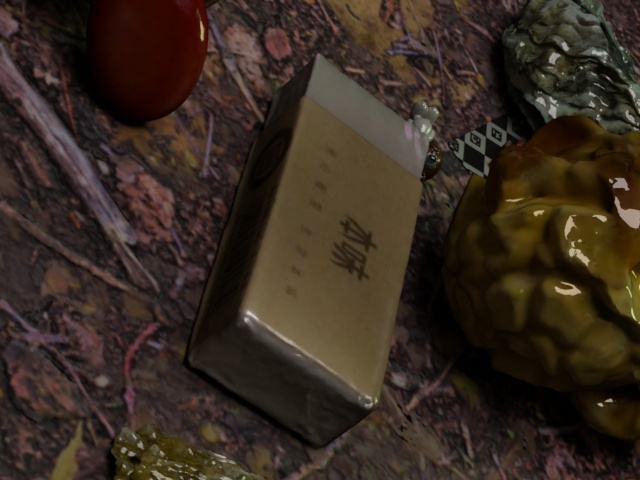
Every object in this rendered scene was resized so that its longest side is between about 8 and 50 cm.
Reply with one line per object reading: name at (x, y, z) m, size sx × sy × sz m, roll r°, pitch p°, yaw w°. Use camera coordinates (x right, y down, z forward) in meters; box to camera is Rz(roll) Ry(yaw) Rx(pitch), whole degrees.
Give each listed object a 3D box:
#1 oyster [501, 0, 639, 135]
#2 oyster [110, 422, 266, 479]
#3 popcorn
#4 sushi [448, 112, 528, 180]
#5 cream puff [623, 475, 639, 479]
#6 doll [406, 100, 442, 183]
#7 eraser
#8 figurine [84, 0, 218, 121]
oyster at (0.277, -0.168, 1.945) m, size 0.198 × 0.112 × 0.267 m, roll -13°, pitch 62°, yaw -52°
oyster at (-0.091, 0.187, 1.370) m, size 0.121 × 0.045 × 0.146 m, roll -37°, pitch 87°, yaw -37°
popcorn at (0.245, 0.035, 1.682) m, size 0.332 × 0.225 × 0.265 m, roll 57°, pitch 46°, yaw -25°
sushi at (0.198, -0.070, 1.857) m, size 0.126 × 0.026 × 0.120 m, roll 53°, pitch 39°, yaw 5°
cream puff at (0.265, 0.257, 1.586) m, size 0.122 × 0.116 × 0.094 m, roll -4°, pitch 48°, yaw -28°
doll at (0.094, -0.090, 1.767) m, size 0.058 × 0.040 × 0.085 m, roll 38°, pitch 39°, yaw 3°
eraser at (0.000, 0.000, 1.571) m, size 0.144 × 0.078 × 0.343 m, roll 35°, pitch 41°, yaw -19°
figurine at (-0.141, -0.285, 1.563) m, size 0.270 × 0.211 × 0.261 m, roll 43°, pitch 39°, yaw -9°
